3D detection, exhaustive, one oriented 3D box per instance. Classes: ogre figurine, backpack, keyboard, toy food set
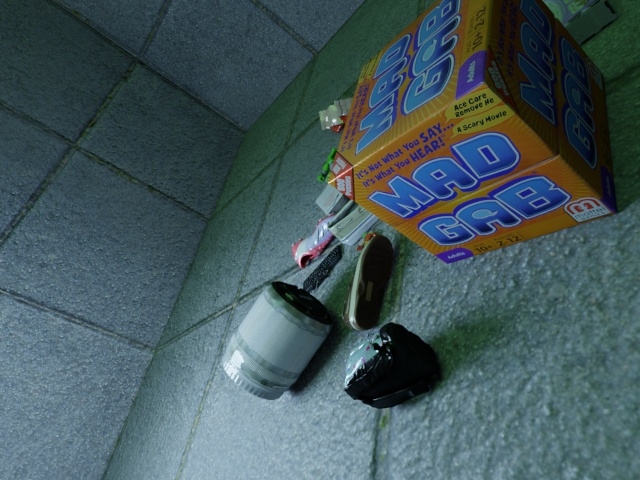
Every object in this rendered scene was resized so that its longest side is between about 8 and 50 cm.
[{"bbox_3d":[0.066,-0.278,1.677,0.197,0.097,0.118,177,110,-74],"label":"ogre figurine"},{"bbox_3d":[0.131,0.258,0.910,0.182,0.152,0.115,-48,11,29],"label":"backpack"},{"bbox_3d":[-0.003,0.096,1.444,0.192,0.038,0.100,-50,26,20],"label":"keyboard"},{"bbox_3d":[0.138,0.009,1.301,0.083,0.020,0.083,-6,57,60],"label":"toy food set"}]

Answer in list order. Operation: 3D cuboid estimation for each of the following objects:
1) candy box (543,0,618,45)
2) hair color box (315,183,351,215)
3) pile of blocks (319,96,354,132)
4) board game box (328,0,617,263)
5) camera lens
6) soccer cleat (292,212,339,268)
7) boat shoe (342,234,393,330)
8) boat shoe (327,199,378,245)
[{"bbox_3d":[0.560,-0.509,1.053,0.196,0.070,0.164,-36,33,39],"label":"candy box"},{"bbox_3d":[0.047,-0.140,1.602,0.093,0.053,0.167,-53,24,9],"label":"hair color box"},{"bbox_3d":[0.100,-0.529,1.922,0.362,0.149,0.112,-154,52,-74],"label":"pile of blocks"},{"bbox_3d":[0.294,-0.222,0.879,0.357,0.357,0.356,-26,41,49],"label":"board game box"},{"bbox_3d":[-0.115,0.268,1.237,0.274,0.220,0.219,-56,25,5],"label":"camera lens"},{"bbox_3d":[0.000,0.000,1.521,0.248,0.083,0.095,-38,61,29],"label":"soccer cleat"},{"bbox_3d":[0.111,0.106,1.157,0.095,0.095,0.257,-23,42,60],"label":"boat shoe"},{"bbox_3d":[0.142,-0.113,1.344,0.302,0.094,0.109,-51,26,16],"label":"boat shoe"}]
